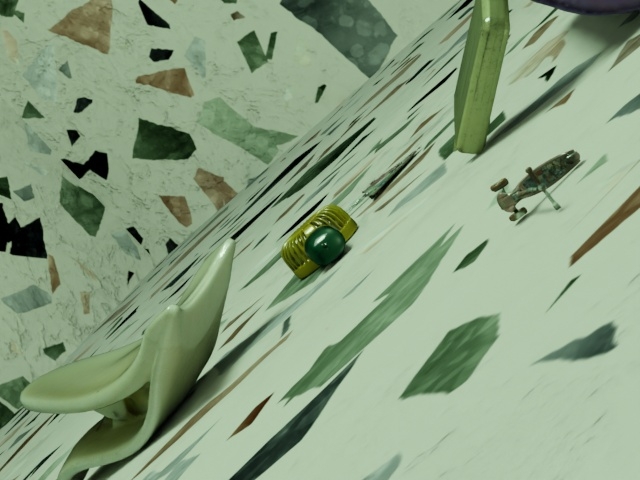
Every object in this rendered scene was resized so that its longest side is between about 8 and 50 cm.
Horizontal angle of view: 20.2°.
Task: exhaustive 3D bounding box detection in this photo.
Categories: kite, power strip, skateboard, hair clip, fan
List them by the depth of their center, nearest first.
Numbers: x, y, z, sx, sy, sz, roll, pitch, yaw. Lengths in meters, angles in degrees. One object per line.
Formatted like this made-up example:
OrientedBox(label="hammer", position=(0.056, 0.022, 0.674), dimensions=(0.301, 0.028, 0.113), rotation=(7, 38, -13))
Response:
OrientedBox(label="skateboard", position=(0.146, -0.040, 1.138), dimensions=(0.064, 0.032, 0.083), rotation=(-33, 2, -5))
OrientedBox(label="power strip", position=(0.139, -0.147, 1.559), dimensions=(0.169, 0.028, 0.076), rotation=(99, 174, -47))
OrientedBox(label="hair clip", position=(-0.179, 0.137, 1.730), dimensions=(0.282, 0.113, 0.172), rotation=(-34, 9, 26))
OrientedBox(label="fan", position=(0.000, 0.000, 1.791), dimensions=(0.082, 0.039, 0.155), rotation=(-43, 6, -2))
OrientedBox(label="kite", position=(0.054, -0.053, 1.977), dimensions=(0.157, 0.011, 0.139), rotation=(-42, 2, -1))

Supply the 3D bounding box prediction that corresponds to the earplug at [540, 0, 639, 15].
OrientedBox(label="earplug", position=(0.242, -0.311, 1.675), dimensions=(0.215, 0.215, 0.456), rotation=(-42, 2, 6))
